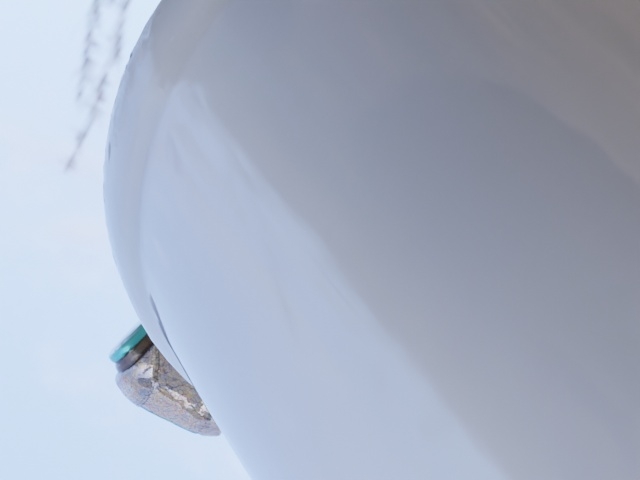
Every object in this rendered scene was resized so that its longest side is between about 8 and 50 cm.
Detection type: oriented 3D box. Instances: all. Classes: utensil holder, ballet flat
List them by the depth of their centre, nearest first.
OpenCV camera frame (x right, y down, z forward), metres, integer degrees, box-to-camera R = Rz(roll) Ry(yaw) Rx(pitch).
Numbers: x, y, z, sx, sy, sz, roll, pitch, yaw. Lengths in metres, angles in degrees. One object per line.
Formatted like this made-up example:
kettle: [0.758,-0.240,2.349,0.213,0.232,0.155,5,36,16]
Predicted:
utensil holder: [0.119,0.047,0.760,0.327,0.327,0.385,9,-153,-31]
ballet flat: [0.000,0.000,1.192,0.106,0.316,0.107,42,-177,-5]
